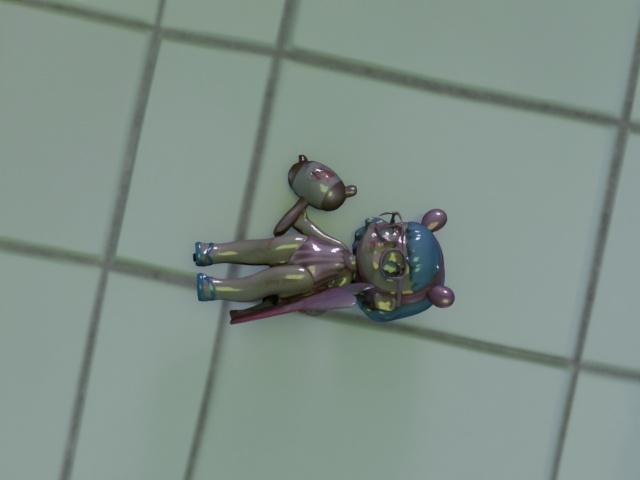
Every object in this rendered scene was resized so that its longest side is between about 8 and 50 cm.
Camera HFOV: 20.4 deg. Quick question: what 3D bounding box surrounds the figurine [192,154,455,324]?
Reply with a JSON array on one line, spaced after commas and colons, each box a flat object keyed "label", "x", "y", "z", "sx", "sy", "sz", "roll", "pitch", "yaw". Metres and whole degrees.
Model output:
[{"label": "figurine", "x": 0.001, "y": 0.012, "z": 1.800, "sx": 0.260, "sy": 0.103, "sz": 0.205, "roll": -4, "pitch": 53, "yaw": -2}]
